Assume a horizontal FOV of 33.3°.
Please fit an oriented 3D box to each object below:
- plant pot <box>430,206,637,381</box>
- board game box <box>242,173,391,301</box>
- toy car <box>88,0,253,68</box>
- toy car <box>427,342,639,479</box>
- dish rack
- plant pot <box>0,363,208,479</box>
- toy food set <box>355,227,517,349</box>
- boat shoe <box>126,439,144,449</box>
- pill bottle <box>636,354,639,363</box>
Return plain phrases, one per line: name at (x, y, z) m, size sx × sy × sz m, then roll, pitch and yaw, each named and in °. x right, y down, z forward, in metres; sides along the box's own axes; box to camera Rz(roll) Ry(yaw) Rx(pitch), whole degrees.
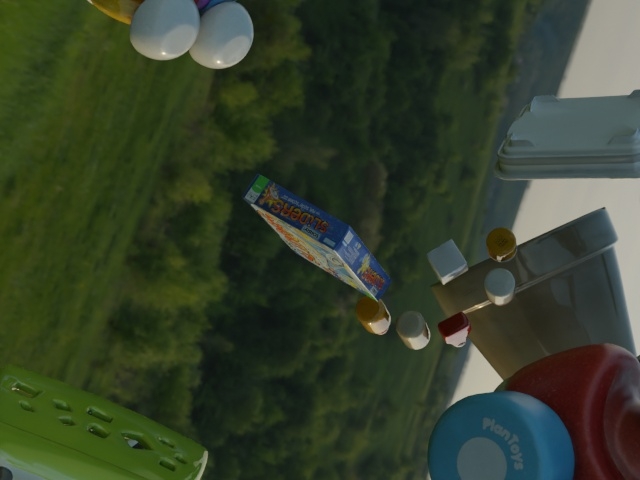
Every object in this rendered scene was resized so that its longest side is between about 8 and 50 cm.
plant pot at (0.385, 0.134, 1.782) m, size 0.323 × 0.323 × 0.280 m, roll 18°, pitch 48°, yaw -81°
board game box at (0.000, 0.000, 1.278) m, size 0.035 × 0.136 × 0.201 m, roll -56°, pitch 154°, yaw -7°
toy car at (-0.146, -0.268, 1.094) m, size 0.182 × 0.159 × 0.136 m, roll -1°, pitch 129°, yaw -52°
toy car at (0.226, 0.119, 0.580) m, size 0.238 × 0.210 × 0.219 m, roll -40°, pitch 153°, yaw 27°
dish rack at (0.520, -0.218, 2.107) m, size 0.285 × 0.332 × 0.072 m, roll -55°, pitch 136°, yaw -46°
plant pot at (-0.242, 0.265, 0.954) m, size 0.207 × 0.227 × 0.228 m, roll -160°, pitch -85°, yaw -83°
toy food set at (0.171, 0.079, 1.434) m, size 0.232 × 0.111 × 0.104 m, roll -31°, pitch 160°, yaw 0°
boat shoe at (-0.214, 0.265, 1.144) m, size 0.084 × 0.079 × 0.233 m, roll -40°, pitch -177°, yaw 6°
pill bottle at (0.349, 0.307, 1.346) m, size 0.334 × 0.188 × 0.188 m, roll -37°, pitch 166°, yaw -5°
